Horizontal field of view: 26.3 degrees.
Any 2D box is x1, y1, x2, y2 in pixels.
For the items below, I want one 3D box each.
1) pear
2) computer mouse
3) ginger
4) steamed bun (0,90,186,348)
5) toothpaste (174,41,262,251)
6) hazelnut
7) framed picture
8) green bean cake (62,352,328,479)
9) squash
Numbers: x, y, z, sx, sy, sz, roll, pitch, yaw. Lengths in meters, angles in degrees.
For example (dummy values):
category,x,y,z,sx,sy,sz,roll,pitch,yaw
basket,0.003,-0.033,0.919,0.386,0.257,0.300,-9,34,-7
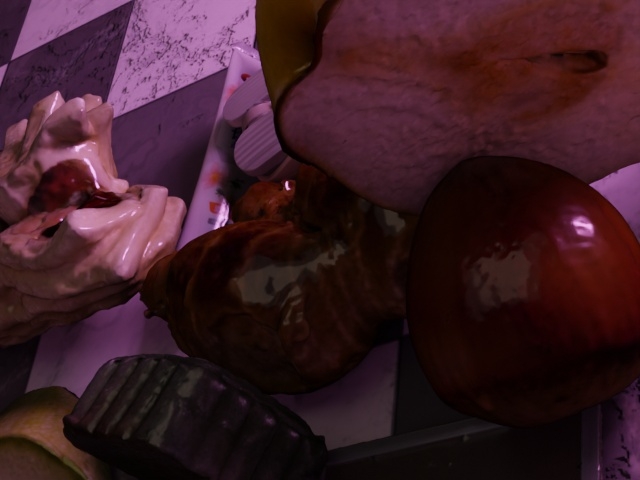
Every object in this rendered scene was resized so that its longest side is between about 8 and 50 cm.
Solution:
category,x,y,z,sx,sy,sz,roll,pitch,yaw
pear,0.130,-0.187,1.033,0.340,0.386,0.191,-59,38,43
computer mouse,0.013,-0.149,1.414,0.236,0.082,0.145,-22,52,9
ginger,-0.009,0.006,1.264,0.357,0.152,0.274,-31,39,15
steamed bun,-0.301,-0.033,1.503,0.428,0.189,0.247,-15,29,52
toothpaste,-0.094,-0.068,1.474,0.066,0.100,0.323,-35,34,55
hazelnut,0.155,0.032,1.035,0.208,0.208,0.208,-25,41,24
framed picture,0.095,0.235,1.065,0.273,0.016,0.216,-17,44,31
green bean cake,-0.103,0.166,1.166,0.173,0.181,0.094,-4,55,52
squash,-0.292,0.246,1.413,0.237,0.155,0.204,-26,78,21
